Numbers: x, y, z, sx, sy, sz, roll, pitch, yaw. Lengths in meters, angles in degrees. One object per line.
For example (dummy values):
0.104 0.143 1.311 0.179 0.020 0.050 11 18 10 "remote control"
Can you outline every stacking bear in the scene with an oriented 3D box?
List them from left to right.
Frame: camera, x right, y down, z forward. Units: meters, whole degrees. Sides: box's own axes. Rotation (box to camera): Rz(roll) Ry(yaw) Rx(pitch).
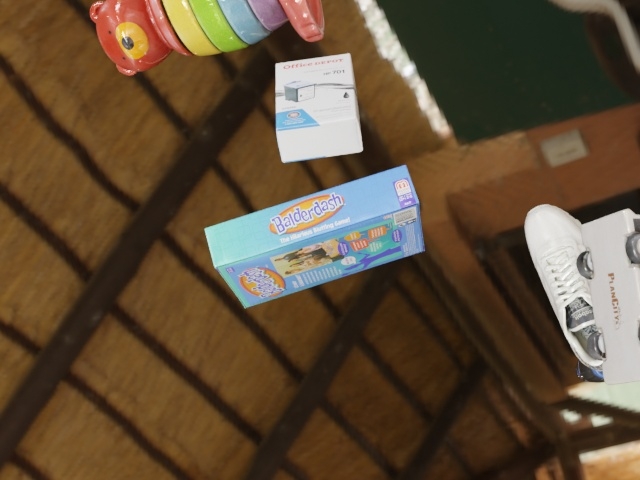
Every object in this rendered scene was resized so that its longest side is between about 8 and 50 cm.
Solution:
-0.158 -0.308 1.478 0.164 0.288 0.175 -87 -26 -58 "stacking bear"

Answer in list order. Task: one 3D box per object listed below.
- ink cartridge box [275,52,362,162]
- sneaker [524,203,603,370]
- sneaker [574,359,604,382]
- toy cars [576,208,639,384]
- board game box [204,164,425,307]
-0.005 -0.230 1.951 0.191 0.139 0.082 -94 -6 -45 "ink cartridge box"
0.336 0.059 1.499 0.095 0.090 0.235 -2 -115 -66 "sneaker"
0.510 0.153 1.847 0.081 0.232 0.090 58 162 4 "sneaker"
0.394 0.127 1.191 0.087 0.177 0.394 -1 -141 -27 "toy cars"
0.000 0.000 1.175 0.160 0.210 0.047 70 -178 -71 "board game box"
